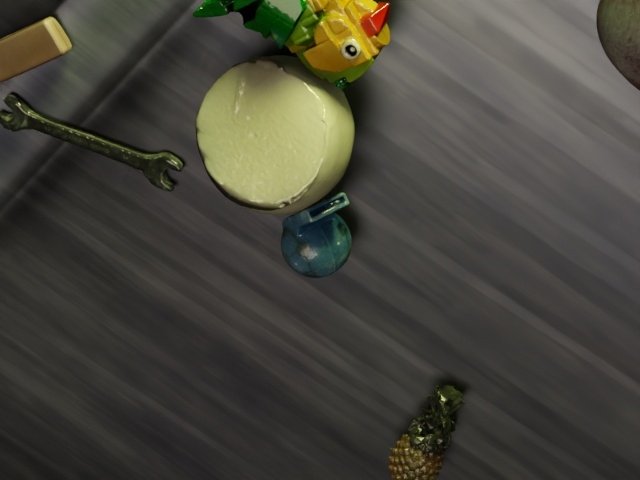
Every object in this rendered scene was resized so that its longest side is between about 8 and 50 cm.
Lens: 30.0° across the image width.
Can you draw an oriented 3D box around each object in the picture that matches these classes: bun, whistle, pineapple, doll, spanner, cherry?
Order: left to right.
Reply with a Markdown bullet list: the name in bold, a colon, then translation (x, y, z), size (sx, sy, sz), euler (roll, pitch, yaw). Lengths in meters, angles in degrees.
- **spanner**: translation (-0.285, -0.121, 1.465), size (0.254, 0.015, 0.054), euler (21, 131, 9)
- **bun**: translation (-0.041, -0.114, 1.291), size (0.172, 0.120, 0.173), euler (3, 98, 21)
- **doll**: translation (-0.020, -0.233, 1.200), size (0.186, 0.106, 0.134), euler (33, 127, -2)
- **whistle**: translation (0.000, 0.000, 1.368), size (0.090, 0.090, 0.158), euler (42, 165, -9)
- **pineapple**: translation (0.137, 0.249, 1.518), size (0.074, 0.074, 0.159), euler (25, 128, 5)
- **cherry**: translation (0.291, -0.196, 1.100), size (0.188, 0.115, 0.148), euler (8, 166, 28)

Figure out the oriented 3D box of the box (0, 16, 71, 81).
- **box**: translation (-0.347, -0.226, 1.408), size (0.115, 0.025, 0.048), euler (-16, 111, 33)
